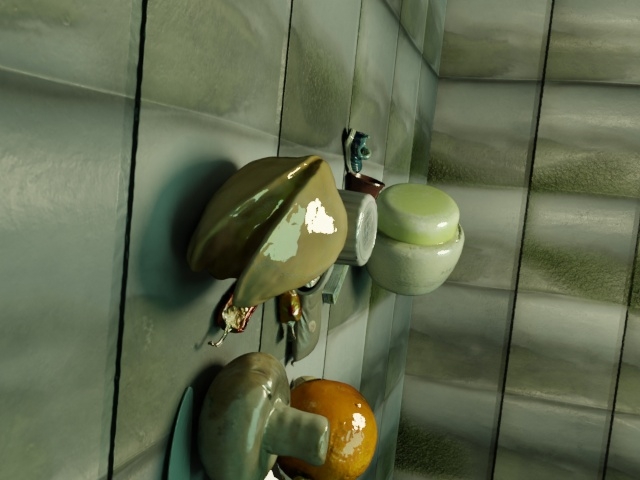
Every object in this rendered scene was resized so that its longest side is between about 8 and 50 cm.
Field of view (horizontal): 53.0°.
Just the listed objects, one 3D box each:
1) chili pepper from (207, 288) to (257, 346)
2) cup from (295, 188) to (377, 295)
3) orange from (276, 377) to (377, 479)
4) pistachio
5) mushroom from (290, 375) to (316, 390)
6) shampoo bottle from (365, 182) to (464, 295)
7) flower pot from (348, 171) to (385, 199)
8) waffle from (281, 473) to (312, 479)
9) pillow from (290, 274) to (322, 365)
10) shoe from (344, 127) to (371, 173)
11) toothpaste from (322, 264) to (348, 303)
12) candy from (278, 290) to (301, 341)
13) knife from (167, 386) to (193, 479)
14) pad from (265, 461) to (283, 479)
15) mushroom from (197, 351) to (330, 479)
[{"bbox_3d":[-0.142,0.107,1.185,0.050,0.059,0.268,-47,-168,39],"label":"chili pepper"},{"bbox_3d":[0.005,-0.010,1.338,0.167,0.201,0.221,-54,146,-52],"label":"cup"},{"bbox_3d":[0.006,0.436,1.450,0.246,0.246,0.246,7,90,-73],"label":"orange"},{"bbox_3d":[-0.078,-0.023,1.061,0.321,0.229,0.238,-44,166,-47],"label":"pistachio"},{"bbox_3d":[-0.023,0.427,1.632,0.092,0.081,0.223,-93,175,-55],"label":"mushroom"},{"bbox_3d":[0.287,0.003,2.034,0.322,0.322,0.318,-57,155,-54],"label":"shampoo bottle"},{"bbox_3d":[0.121,-0.137,1.841,0.111,0.111,0.089,-25,136,-70],"label":"flower pot"},{"bbox_3d":[-0.124,0.625,1.277,0.324,0.151,0.261,-39,136,-58],"label":"waffle"},{"bbox_3d":[-0.026,0.160,1.548,0.169,0.059,0.255,-40,134,-69],"label":"pillow"},{"bbox_3d":[0.105,-0.245,1.776,0.143,0.071,0.064,85,22,-47],"label":"shoe"},{"bbox_3d":[0.046,0.101,1.788,0.046,0.034,0.164,80,25,-45],"label":"toothpaste"},{"bbox_3d":[-0.067,0.147,1.430,0.053,0.046,0.182,-53,144,-61],"label":"candy"},{"bbox_3d":[-0.229,0.410,1.053,0.080,0.044,0.332,-13,104,-68],"label":"knife"},{"bbox_3d":[-0.112,0.494,1.195,0.159,0.009,0.265,5,56,-54],"label":"pad"},{"bbox_3d":[-0.091,0.323,1.132,0.243,0.243,0.244,7,90,-73],"label":"mushroom"}]
